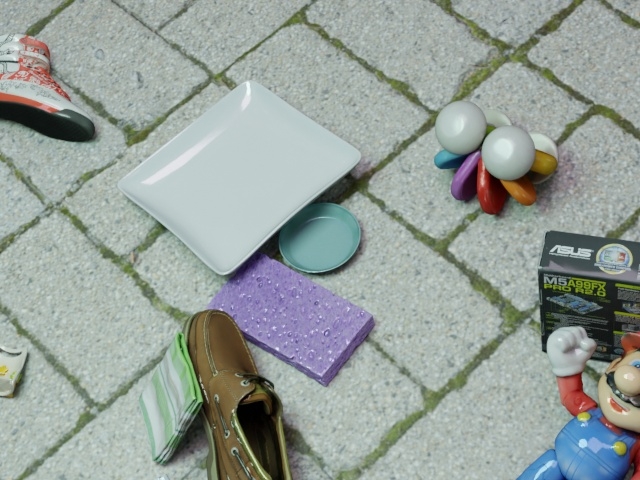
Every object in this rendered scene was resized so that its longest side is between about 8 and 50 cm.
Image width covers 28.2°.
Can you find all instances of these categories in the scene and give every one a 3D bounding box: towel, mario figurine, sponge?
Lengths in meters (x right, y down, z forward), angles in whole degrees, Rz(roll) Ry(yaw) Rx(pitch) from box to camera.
[{"bbox_3d":[-0.199,0.207,1.663,0.023,0.152,0.113,0,50,-30],"label":"towel"},{"bbox_3d":[0.324,0.222,1.496,0.198,0.170,0.320,39,89,-5],"label":"mario figurine"},{"bbox_3d":[-0.043,0.104,1.763,0.210,0.031,0.117,28,66,26],"label":"sponge"}]

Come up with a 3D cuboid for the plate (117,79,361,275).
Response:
[{"bbox_3d":[-0.118,-0.092,1.885,0.278,0.045,0.277,-41,52,-16],"label":"plate"}]

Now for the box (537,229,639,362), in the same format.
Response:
[{"bbox_3d":[0.408,0.085,1.574,0.270,0.216,0.060,8,58,17],"label":"box"}]

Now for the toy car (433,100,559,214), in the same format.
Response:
[{"bbox_3d":[0.237,-0.110,1.798,0.182,0.159,0.136,32,104,27],"label":"toy car"}]

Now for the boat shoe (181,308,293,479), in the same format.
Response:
[{"bbox_3d":[-0.095,0.214,1.636,0.104,0.111,0.307,-39,57,38],"label":"boat shoe"}]

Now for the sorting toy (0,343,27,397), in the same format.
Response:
[{"bbox_3d":[-0.448,0.177,1.791,0.083,0.045,0.075,7,52,16],"label":"sorting toy"}]

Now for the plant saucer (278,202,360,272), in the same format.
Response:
[{"bbox_3d":[0.000,0.000,1.828,0.119,0.021,0.119,-5,57,8],"label":"plant saucer"}]

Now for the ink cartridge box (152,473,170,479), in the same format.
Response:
[{"bbox_3d":[-0.239,0.427,1.582,0.206,0.045,0.208,-28,58,-8],"label":"ink cartridge box"}]

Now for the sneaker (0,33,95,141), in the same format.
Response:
[{"bbox_3d":[-0.455,-0.255,2.045,0.270,0.090,0.145,15,64,23],"label":"sneaker"}]
